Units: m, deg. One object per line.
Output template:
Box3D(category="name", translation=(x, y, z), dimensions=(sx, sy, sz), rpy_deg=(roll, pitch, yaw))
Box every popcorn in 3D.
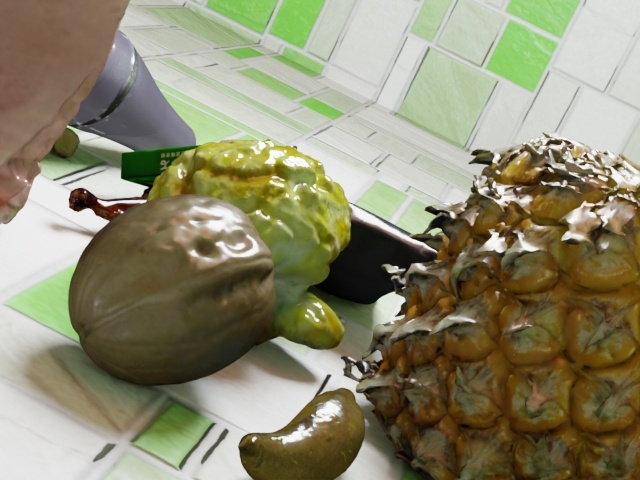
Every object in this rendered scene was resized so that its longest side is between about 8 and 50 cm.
Box3D(category="popcorn", translation=(-0.056, 0.010, 1.110), dimensions=(0.198, 0.212, 0.198), rpy_deg=(-18, 11, 4))

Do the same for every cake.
Box3D(category="cake", translation=(-0.341, -0.210, 1.112), dimensions=(0.293, 0.314, 0.307), rpy_deg=(21, 13, -27))

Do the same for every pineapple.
Box3D(category="pineapple", translation=(0.217, 0.076, 1.079), dimensions=(0.352, 0.300, 0.352), rpy_deg=(22, 12, -5))

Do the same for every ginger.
Box3D(category="ginger", translation=(-0.294, -0.117, 1.420), dimensions=(0.048, 0.030, 0.097), rpy_deg=(27, 12, -4))

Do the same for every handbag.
Box3D(category="handbag", translation=(0.000, 0.000, 1.311), dimensions=(0.211, 0.089, 0.254), rpy_deg=(25, -12, -7))

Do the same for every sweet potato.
Box3D(category="sweet potato", translation=(0.004, 0.142, 0.945), dimensions=(0.069, 0.059, 0.249), rpy_deg=(-9, 3, 17))

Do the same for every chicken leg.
Box3D(category="chicken leg", translation=(-0.169, -0.025, 1.270), dimensions=(0.089, 0.048, 0.219), rpy_deg=(27, 14, 18))

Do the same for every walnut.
Box3D(category="walnut", translation=(-0.109, 0.037, 0.949), dimensions=(0.140, 0.140, 0.162), rpy_deg=(34, 31, 28))

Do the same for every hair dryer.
Box3D(category="hair dryer", translation=(-0.336, -0.201, 1.485), dimensions=(0.361, 0.121, 0.301), rpy_deg=(20, -10, 27))

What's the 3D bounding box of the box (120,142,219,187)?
Box3D(category="box", translation=(-0.099, -0.066, 1.392), dimensions=(0.132, 0.034, 0.235), rpy_deg=(-3, -9, 26))
